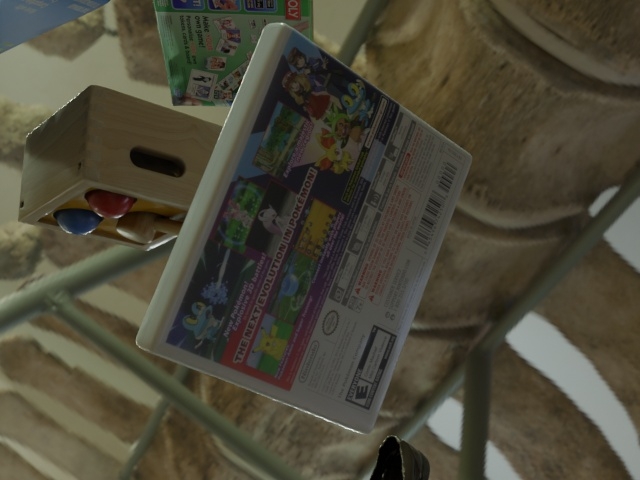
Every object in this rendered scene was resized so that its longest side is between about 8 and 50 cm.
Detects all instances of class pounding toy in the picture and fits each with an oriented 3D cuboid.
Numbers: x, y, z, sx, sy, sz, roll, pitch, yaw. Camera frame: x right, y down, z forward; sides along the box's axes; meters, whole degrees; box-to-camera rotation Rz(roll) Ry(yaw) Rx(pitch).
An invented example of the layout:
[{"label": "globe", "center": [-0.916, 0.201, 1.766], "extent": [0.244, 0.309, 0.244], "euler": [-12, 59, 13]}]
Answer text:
[{"label": "pounding toy", "center": [-0.129, -0.035, 0.745], "extent": [0.141, 0.100, 0.130], "euler": [15, -24, -36]}]

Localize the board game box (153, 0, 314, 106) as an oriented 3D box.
[{"label": "board game box", "center": [-0.116, -0.302, 1.389], "extent": [0.213, 0.046, 0.317], "euler": [2, -35, 1]}]

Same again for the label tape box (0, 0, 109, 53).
[{"label": "label tape box", "center": [-0.211, -0.226, 0.673], "extent": [0.105, 0.240, 0.334], "euler": [1, -82, -1]}]

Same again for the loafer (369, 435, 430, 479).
[{"label": "loafer", "center": [0.071, 0.325, 1.208], "extent": [0.080, 0.220, 0.078], "euler": [-18, -57, 28]}]

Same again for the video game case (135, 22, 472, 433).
[{"label": "video game case", "center": [0.000, 0.000, 0.623], "extent": [0.183, 0.201, 0.023], "euler": [28, -11, -38]}]
